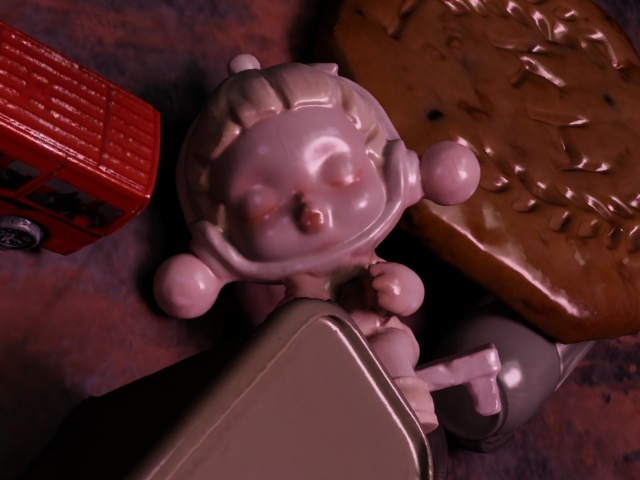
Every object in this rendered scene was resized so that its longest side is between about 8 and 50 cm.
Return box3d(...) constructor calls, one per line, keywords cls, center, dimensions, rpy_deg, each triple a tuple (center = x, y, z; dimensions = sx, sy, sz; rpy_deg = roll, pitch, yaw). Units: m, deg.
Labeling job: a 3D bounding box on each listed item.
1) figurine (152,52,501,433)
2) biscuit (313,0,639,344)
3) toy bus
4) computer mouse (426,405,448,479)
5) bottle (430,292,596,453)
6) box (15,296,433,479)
box3d(cls="figurine", center=(0.007, -0.001, 1.022), dimensions=(0.144, 0.182, 0.256), rpy_deg=(-3, 74, -66))
box3d(cls="biscuit", center=(0.147, -0.088, 1.236), dimensions=(0.359, 0.046, 0.359), rpy_deg=(25, 44, -27))
box3d(cls="toy bus", center=(-0.177, -0.064, 0.883), dimensions=(0.195, 0.089, 0.081), rpy_deg=(28, 54, -39))
box3d(cls="computer mouse", center=(0.049, 0.134, 1.094), dimensions=(0.079, 0.047, 0.135), rpy_deg=(14, 66, -45))
box3d(cls="bottle", center=(0.154, 0.061, 1.227), dimensions=(0.254, 0.079, 0.096), rpy_deg=(-38, 129, -51))
box3d(cls="box", center=(-0.083, 0.157, 0.824), dimensions=(0.138, 0.178, 0.274), rpy_deg=(59, 40, -12))
